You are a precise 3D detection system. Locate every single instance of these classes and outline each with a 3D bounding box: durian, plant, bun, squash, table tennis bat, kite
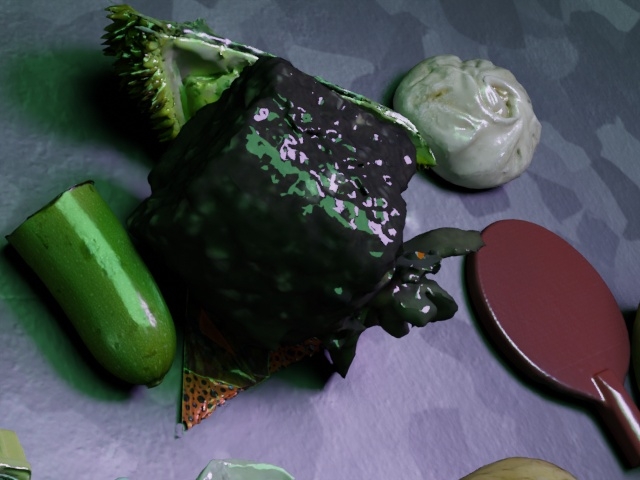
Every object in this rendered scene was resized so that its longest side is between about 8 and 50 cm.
[{"bbox_3d":[-0.061,-0.144,1.662,0.352,0.169,0.158,23,48,-20],"label":"durian"},{"bbox_3d":[0.000,0.000,1.535,0.312,0.215,0.213,43,37,-18],"label":"plant"},{"bbox_3d":[0.174,-0.148,1.891,0.183,0.102,0.183,21,46,-23],"label":"bun"},{"bbox_3d":[-0.188,0.045,1.489,0.095,0.095,0.188,-30,82,-46],"label":"squash"},{"bbox_3d":[0.273,0.106,1.819,0.200,0.038,0.310,-16,69,-43],"label":"table tennis bat"},{"bbox_3d":[-0.090,0.091,1.582,0.222,0.008,0.125,-26,76,-45],"label":"kite"}]

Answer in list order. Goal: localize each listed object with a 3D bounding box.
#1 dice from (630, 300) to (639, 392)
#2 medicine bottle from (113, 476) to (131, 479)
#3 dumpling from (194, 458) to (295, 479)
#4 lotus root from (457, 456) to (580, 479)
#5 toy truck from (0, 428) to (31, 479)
[{"bbox_3d":[0.497,0.119,1.831,0.227,0.238,0.233,14,51,-30],"label":"dice"},{"bbox_3d":[-0.130,0.307,1.308,0.083,0.121,0.229,-26,76,-46],"label":"medicine bottle"},{"bbox_3d":[-0.028,0.292,1.387,0.162,0.132,0.250,-13,71,-47],"label":"dumpling"},{"bbox_3d":[0.154,0.295,1.516,0.160,0.146,0.284,38,32,21],"label":"lotus root"},{"bbox_3d":[-0.347,0.178,1.245,0.272,0.124,0.157,12,37,-33],"label":"toy truck"}]
